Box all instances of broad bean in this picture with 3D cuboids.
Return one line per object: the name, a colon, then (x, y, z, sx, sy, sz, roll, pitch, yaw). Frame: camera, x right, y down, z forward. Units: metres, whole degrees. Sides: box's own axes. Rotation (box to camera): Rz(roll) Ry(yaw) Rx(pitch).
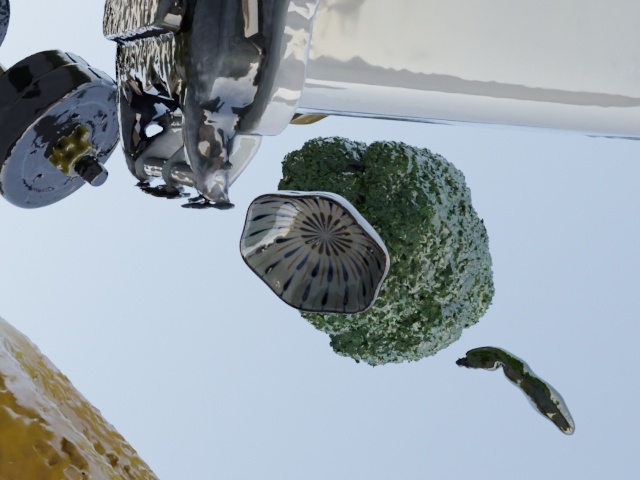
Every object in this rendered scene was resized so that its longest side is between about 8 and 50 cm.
broad bean: (0.290, 0.204, 1.556, 0.061, 0.195, 0.046, -61, 176, 30)

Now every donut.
donut: (-0.247, 0.189, 0.871, 0.163, 0.435, 0.377, -42, -102, -8)

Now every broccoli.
broccoli: (0.106, 0.015, 1.731, 0.310, 0.413, 0.321, -49, -163, 26)

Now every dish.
dish: (0.000, 0.000, 1.292, 0.191, 0.190, 0.066, -16, -152, 36)

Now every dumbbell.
dumbbell: (-0.376, -0.190, 1.242, 0.388, 0.185, 0.185, 41, -80, 17)

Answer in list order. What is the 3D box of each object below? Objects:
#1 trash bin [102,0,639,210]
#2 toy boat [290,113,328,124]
trash bin: (0.062, -0.154, 0.696, 0.256, 0.368, 0.295, -167, -96, -66)
toy boat: (0.030, -0.234, 1.545, 0.201, 0.077, 0.057, -30, -130, 2)
